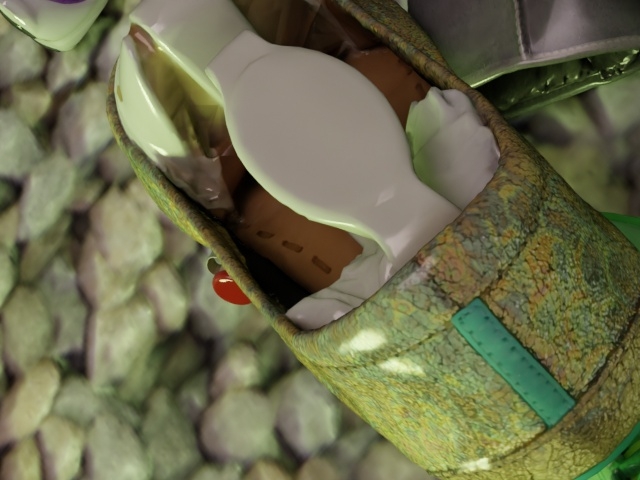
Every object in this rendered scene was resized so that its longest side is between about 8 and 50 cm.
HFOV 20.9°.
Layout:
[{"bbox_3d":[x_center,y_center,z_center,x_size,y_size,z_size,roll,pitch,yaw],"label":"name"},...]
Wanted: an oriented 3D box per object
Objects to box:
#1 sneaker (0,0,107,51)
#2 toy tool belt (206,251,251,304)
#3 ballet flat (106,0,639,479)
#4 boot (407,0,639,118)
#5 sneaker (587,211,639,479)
[{"bbox_3d":[-0.153,-0.157,0.827,0.170,0.068,0.071,42,90,24],"label":"sneaker"},{"bbox_3d":[0.000,0.000,0.694,0.083,0.052,0.051,-5,47,31],"label":"toy tool belt"},{"bbox_3d":[-0.010,-0.040,0.598,0.123,0.123,0.348,-59,35,11],"label":"ballet flat"},{"bbox_3d":[0.092,-0.164,0.638,0.189,0.076,0.208,-27,59,44],"label":"boot"},{"bbox_3d":[0.131,0.069,0.536,0.295,0.123,0.109,32,100,36],"label":"sneaker"}]
